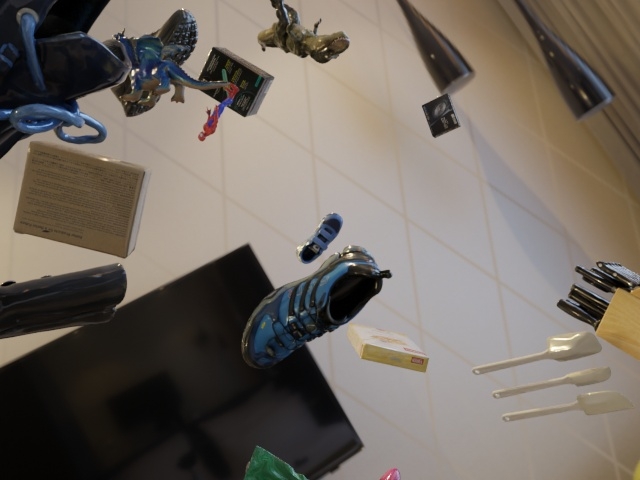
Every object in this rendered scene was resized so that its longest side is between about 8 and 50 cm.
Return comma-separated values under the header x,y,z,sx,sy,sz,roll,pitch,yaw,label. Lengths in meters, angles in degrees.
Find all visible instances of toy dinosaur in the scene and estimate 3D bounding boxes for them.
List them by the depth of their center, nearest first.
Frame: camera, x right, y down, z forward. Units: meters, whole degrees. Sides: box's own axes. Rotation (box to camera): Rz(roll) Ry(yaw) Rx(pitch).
x,y,z,sx,sy,sz,roll,pitch,yaw,label
-0.054,-0.343,0.945,0.064,0.118,0.268,-24,30,-22,toy dinosaur

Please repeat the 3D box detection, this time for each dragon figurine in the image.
x,y,z,sx,sy,sz,roll,pitch,yaw,label
-0.303,-0.336,1.137,0.289,0.143,0.085,2,1,35,dragon figurine

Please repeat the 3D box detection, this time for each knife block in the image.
x,y,z,sx,sy,sz,roll,pitch,yaw,label
0.548,0.160,1.052,0.088,0.275,0.242,5,-23,-40,knife block

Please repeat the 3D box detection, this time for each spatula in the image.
x,y,z,sx,sy,sz,roll,pitch,yaw,label
0.406,0.254,1.085,0.242,0.168,0.019,-24,16,40,spatula

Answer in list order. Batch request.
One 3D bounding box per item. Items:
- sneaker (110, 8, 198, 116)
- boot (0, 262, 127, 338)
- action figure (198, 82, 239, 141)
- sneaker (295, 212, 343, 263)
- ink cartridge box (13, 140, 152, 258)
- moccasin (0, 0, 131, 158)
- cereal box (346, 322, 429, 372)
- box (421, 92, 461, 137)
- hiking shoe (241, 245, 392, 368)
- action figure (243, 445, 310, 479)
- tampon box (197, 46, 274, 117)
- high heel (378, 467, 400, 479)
x,y,z,sx,sy,sz,roll,pitch,yaw,label
-0.375,-0.396,1.295,0.286,0.130,0.109,-41,-2,30,sneaker
-0.649,0.123,1.374,0.445,0.146,0.367,-4,-21,-43,boot
-0.180,-0.219,1.041,0.038,0.030,0.115,-2,60,54,action figure
0.000,0.000,1.376,0.144,0.053,0.059,-50,12,14,sneaker
-0.491,-0.087,1.257,0.088,0.235,0.193,-113,38,-78,ink cartridge box
-0.162,-0.125,0.345,0.342,0.117,0.137,-57,19,15,moccasin
0.172,0.280,1.603,0.173,0.047,0.240,13,3,-8,cereal box
0.279,-0.288,1.395,0.067,0.083,0.018,-22,-14,25,box
-0.020,0.124,1.075,0.304,0.113,0.132,-41,17,0,hiking shoe
-0.052,0.529,1.243,0.063,0.232,0.137,135,157,-80,action figure
-0.228,-0.423,1.611,0.120,0.161,0.101,-59,-1,19,tampon box
0.126,0.678,1.614,0.244,0.117,0.082,-44,3,-40,high heel
